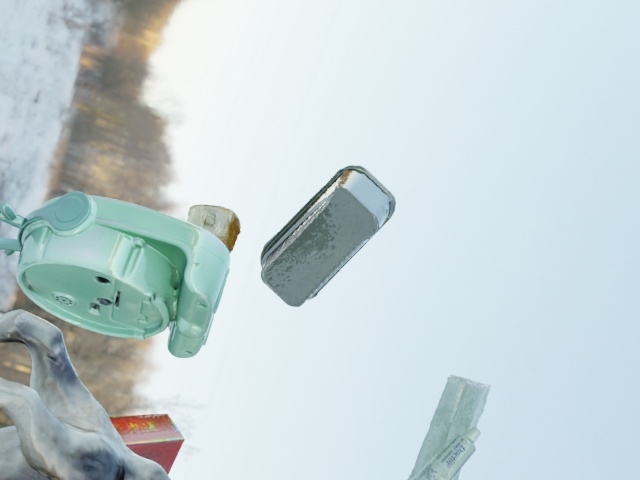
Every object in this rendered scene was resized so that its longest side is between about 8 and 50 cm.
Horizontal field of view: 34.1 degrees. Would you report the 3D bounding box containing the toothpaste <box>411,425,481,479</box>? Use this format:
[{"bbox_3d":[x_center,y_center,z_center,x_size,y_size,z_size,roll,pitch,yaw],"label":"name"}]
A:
[{"bbox_3d":[0.183,0.384,1.692,0.218,0.064,0.041,-45,146,-12],"label":"toothpaste"}]

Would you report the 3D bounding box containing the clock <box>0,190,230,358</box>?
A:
[{"bbox_3d":[-0.185,0.024,0.876,0.159,0.211,0.066,112,-5,-60],"label":"clock"}]

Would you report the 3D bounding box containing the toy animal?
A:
[{"bbox_3d":[-0.356,0.301,1.167,0.344,0.302,0.194,-41,-159,2],"label":"toy animal"}]

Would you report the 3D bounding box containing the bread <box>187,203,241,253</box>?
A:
[{"bbox_3d":[-0.178,-0.023,1.726,0.070,0.083,0.076,78,22,-63],"label":"bread"}]

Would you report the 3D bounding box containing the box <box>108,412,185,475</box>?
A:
[{"bbox_3d":[-0.411,0.479,1.995,0.089,0.197,0.313,43,-63,39],"label":"box"}]

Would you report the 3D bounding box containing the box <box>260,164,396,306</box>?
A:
[{"bbox_3d":[0.000,0.000,1.845,0.274,0.138,0.178,-47,-178,15],"label":"box"}]

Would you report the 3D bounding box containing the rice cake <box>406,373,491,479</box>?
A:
[{"bbox_3d":[0.225,0.344,1.828,0.040,0.085,0.226,12,98,-66],"label":"rice cake"}]
